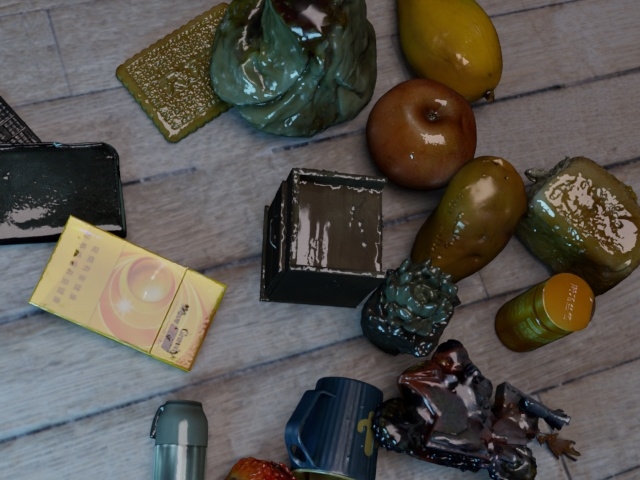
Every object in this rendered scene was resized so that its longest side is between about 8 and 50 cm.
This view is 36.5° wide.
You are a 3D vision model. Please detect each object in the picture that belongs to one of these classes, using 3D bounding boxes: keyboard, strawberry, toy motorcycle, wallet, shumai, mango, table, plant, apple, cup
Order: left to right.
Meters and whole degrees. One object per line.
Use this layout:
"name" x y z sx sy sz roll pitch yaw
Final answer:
"keyboard" -0.541 -0.213 1.584 0.063 0.010 0.198 -41 86 -19
"wallet" -0.475 -0.072 1.537 0.317 0.045 0.173 -5 77 -16
"strawberry" -0.067 0.403 1.461 0.082 0.121 0.188 -43 102 -34
"shumai" -0.002 -0.329 1.596 0.304 0.263 0.309 24 75 -16
"table" 0.000 0.000 1.548 0.172 0.193 0.169 5 72 -12
"cup" 0.019 0.291 1.488 0.176 0.131 0.155 38 55 -40
"plant" 0.141 0.112 1.546 0.129 0.194 0.132 32 67 -2
"apple" 0.179 -0.185 1.668 0.201 0.162 0.201 3 74 -12
"mango" 0.228 -0.375 1.771 0.176 0.119 0.317 -18 69 -16
"mango" 0.240 -0.026 1.609 0.249 0.156 0.151 -49 51 11
"toy motorcycle" 0.273 0.285 1.539 0.400 0.134 0.207 21 59 -14

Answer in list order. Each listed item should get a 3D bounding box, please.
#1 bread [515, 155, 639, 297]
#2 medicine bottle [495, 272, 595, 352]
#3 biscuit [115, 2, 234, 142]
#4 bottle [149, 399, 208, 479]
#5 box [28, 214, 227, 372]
"bread" 0.450 -0.043 1.672 0.246 0.195 0.176 44 72 3
"medicine bottle" 0.367 0.122 1.600 0.096 0.192 0.096 4 73 -13
"biscuit" -0.206 -0.295 1.681 0.254 0.029 0.172 -37 84 -21
"bottle" -0.217 0.368 1.446 0.096 0.079 0.254 -7 72 25
"box" -0.297 0.084 1.513 0.269 0.043 0.152 26 78 -11
